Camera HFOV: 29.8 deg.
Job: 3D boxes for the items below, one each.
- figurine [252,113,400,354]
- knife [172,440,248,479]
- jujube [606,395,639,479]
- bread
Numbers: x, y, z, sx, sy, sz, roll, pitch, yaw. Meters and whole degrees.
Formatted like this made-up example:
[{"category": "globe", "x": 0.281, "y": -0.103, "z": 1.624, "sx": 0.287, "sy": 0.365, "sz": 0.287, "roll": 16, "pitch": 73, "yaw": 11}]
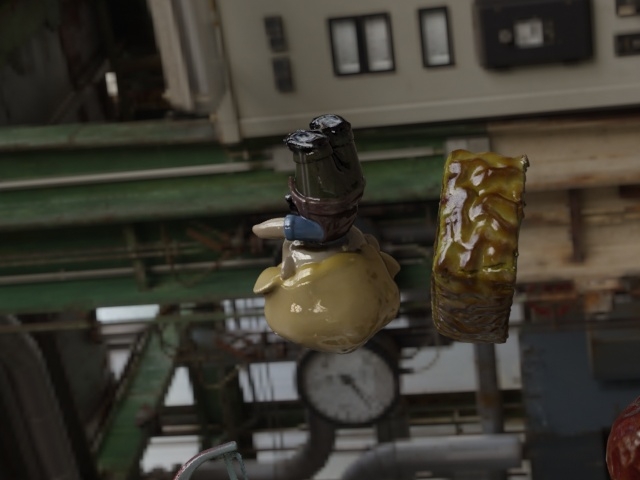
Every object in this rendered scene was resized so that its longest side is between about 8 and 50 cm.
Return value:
[{"category": "figurine", "x": 0.000, "y": 0.000, "z": 0.978, "sx": 0.114, "sy": 0.108, "sz": 0.196, "roll": -43, "pitch": -49, "yaw": -47}, {"category": "knife", "x": -0.189, "y": 0.303, "z": 1.156, "sx": 0.053, "sy": 0.278, "sz": 0.123, "roll": 6, "pitch": 116, "yaw": 63}, {"category": "jujube", "x": 0.557, "y": 0.298, "z": 1.763, "sx": 0.318, "sy": 0.223, "sz": 0.223, "roll": 131, "pitch": 144, "yaw": -59}, {"category": "bread", "x": 0.169, "y": 0.005, "z": 1.284, "sx": 0.222, "sy": 0.096, "sz": 0.182, "roll": 76, "pitch": -159, "yaw": -67}]
